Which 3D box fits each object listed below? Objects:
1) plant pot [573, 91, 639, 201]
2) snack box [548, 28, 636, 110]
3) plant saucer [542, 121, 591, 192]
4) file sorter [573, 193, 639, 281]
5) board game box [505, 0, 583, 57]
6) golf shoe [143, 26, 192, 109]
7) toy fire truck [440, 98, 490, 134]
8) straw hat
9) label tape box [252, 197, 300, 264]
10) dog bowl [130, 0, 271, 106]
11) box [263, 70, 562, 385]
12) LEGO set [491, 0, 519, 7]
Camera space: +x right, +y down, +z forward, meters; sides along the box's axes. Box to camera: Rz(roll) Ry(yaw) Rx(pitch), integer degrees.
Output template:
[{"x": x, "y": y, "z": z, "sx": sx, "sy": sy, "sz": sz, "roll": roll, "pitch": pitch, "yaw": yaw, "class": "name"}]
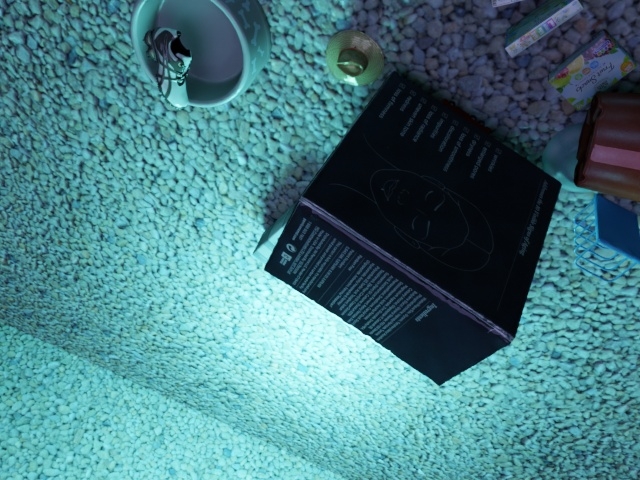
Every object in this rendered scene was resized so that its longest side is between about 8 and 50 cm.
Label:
[{"x": 0.680, "y": -0.187, "z": 1.201, "sx": 0.265, "sy": 0.272, "sz": 0.273, "roll": 11, "pitch": 132, "yaw": 16, "class": "plant pot"}, {"x": 0.572, "y": -0.359, "z": 1.243, "sx": 0.100, "sy": 0.037, "sz": 0.141, "roll": 36, "pitch": 132, "yaw": -14, "class": "snack box"}, {"x": 0.623, "y": -0.183, "z": 1.376, "sx": 0.194, "sy": 0.037, "sz": 0.195, "roll": 10, "pitch": 131, "yaw": 12, "class": "plant saucer"}, {"x": 0.686, "y": -0.003, "z": 1.417, "sx": 0.118, "sy": 0.170, "sz": 0.104, "roll": 27, "pitch": 135, "yaw": -3, "class": "file sorter"}, {"x": 0.444, "y": -0.441, "z": 1.174, "sx": 0.154, "sy": 0.103, "sz": 0.026, "roll": -31, "pitch": 114, "yaw": 38, "class": "board game box"}, {"x": -0.340, "y": -0.400, "z": 1.380, "sx": 0.093, "sy": 0.077, "sz": 0.198, "roll": 0, "pitch": 130, "yaw": 20, "class": "golf shoe"}, {"x": 0.337, "y": -0.241, "z": 1.425, "sx": 0.192, "sy": 0.047, "sz": 0.135, "roll": 31, "pitch": 134, "yaw": -6, "class": "toy fire truck"}, {"x": 0.073, "y": -0.412, "z": 1.366, "sx": 0.144, "sy": 0.061, "sz": 0.145, "roll": 10, "pitch": 132, "yaw": 12, "class": "straw hat"}, {"x": 0.000, "y": 0.000, "z": 1.712, "sx": 0.249, "sy": 0.115, "sz": 0.347, "roll": 39, "pitch": 133, "yaw": -14, "class": "label tape box"}, {"x": -0.298, "y": -0.482, "z": 1.416, "sx": 0.348, "sy": 0.102, "sz": 0.349, "roll": 10, "pitch": 132, "yaw": 11, "class": "dog bowl"}, {"x": 0.213, "y": -0.034, "z": 1.299, "sx": 0.471, "sy": 0.480, "sz": 0.297, "roll": 33, "pitch": 143, "yaw": 1, "class": "box"}, {"x": 0.376, "y": -0.549, "z": 1.116, "sx": 0.244, "sy": 0.060, "sz": 0.183, "roll": -5, "pitch": 110, "yaw": 25, "class": "LEGO set"}]
